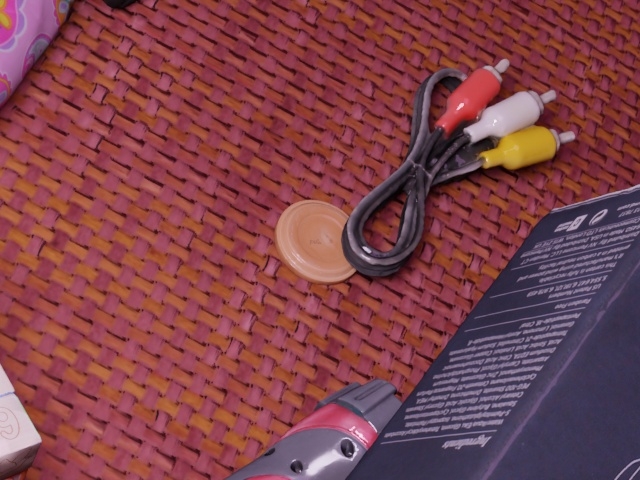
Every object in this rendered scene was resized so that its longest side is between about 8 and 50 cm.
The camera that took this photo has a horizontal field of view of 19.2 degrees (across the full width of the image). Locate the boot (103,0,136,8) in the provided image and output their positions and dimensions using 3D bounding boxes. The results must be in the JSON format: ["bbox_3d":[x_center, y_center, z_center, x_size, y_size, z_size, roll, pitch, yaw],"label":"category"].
[{"bbox_3d":[-0.235,-0.389,1.600,0.138,0.377,0.284,-36,73,-9],"label":"boot"}]

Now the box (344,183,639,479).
[{"bbox_3d":[0.222,0.196,1.441,0.293,0.212,0.395,46,64,-13],"label":"box"}]

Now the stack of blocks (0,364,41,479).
[{"bbox_3d":[-0.315,0.060,1.379,0.087,0.171,0.297,-19,66,-31],"label":"stack of blocks"}]

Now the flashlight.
[{"bbox_3d":[-0.048,0.216,1.463,0.304,0.103,0.103,-31,72,-36],"label":"flashlight"}]

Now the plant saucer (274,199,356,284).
[{"bbox_3d":[0.000,0.000,1.670,0.083,0.013,0.083,11,57,-17],"label":"plant saucer"}]

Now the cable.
[{"bbox_3d":[0.107,-0.081,1.724,0.139,0.072,0.287,47,49,9],"label":"cable"}]

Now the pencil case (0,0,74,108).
[{"bbox_3d":[-0.310,-0.153,1.564,0.124,0.124,0.284,31,52,-4],"label":"pencil case"}]
